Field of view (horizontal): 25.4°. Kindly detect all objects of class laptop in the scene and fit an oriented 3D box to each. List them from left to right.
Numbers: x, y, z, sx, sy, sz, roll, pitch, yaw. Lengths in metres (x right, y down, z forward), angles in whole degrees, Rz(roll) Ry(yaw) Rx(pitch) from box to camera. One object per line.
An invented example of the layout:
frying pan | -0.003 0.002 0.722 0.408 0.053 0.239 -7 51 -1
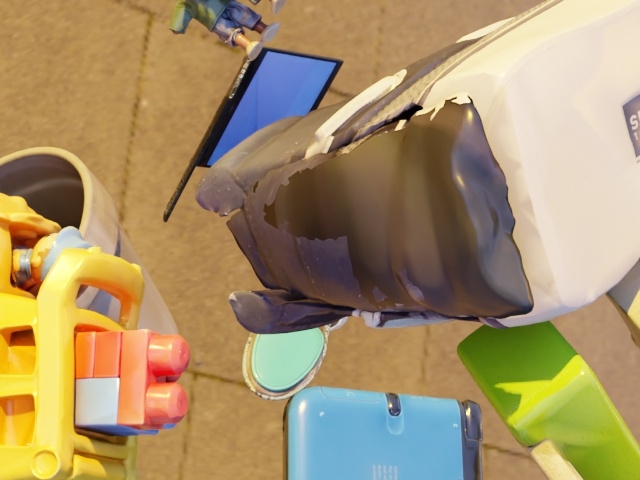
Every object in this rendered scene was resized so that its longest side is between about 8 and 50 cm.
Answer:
laptop | -0.096 -0.148 2.059 0.137 0.234 0.264 27 32 -6

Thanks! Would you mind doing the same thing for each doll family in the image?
doll family | -0.049 -0.234 1.052 0.111 0.076 0.193 36 77 9

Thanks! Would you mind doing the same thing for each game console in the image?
game console | 0.065 0.292 1.202 0.250 0.173 0.293 8 66 -19

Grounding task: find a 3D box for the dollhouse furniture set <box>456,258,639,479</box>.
dollhouse furniture set | 0.235 0.043 0.519 0.301 0.151 0.197 -36 133 2

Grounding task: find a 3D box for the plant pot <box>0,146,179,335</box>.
plant pot | -0.332 0.094 1.767 0.280 0.323 0.323 49 55 -40

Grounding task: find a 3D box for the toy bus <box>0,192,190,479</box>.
toy bus | -0.178 0.065 0.919 0.149 0.212 0.220 32 53 -64

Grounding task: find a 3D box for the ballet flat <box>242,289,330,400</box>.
ballet flat | -0.026 0.077 1.219 0.070 0.070 0.188 50 41 -22

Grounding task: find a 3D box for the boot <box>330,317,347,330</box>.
boot | 0.000 0.000 2.054 0.176 0.088 0.244 -42 118 -71

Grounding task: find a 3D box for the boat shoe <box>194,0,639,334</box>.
boat shoe | 0.096 -0.052 0.611 0.341 0.158 0.127 -22 100 -48
